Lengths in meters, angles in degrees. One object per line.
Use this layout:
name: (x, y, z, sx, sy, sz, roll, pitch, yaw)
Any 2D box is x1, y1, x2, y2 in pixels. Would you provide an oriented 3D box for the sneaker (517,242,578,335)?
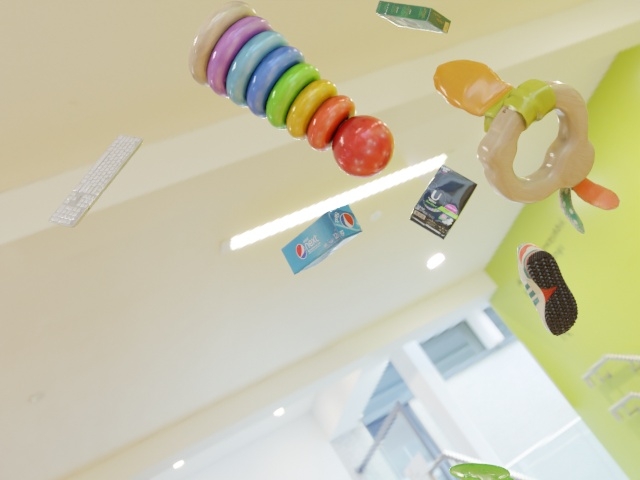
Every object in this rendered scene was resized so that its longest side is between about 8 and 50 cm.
sneaker: (0.350, 0.072, 1.136, 0.057, 0.075, 0.161, -27, -67, 3)

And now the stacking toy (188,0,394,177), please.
stacking toy: (-0.029, -0.209, 1.060, 0.141, 0.330, 0.141, -50, -13, -16)

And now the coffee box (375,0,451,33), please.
coffee box: (0.257, -0.619, 2.007, 0.113, 0.184, 0.040, 11, -80, -48)

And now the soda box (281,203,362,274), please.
soda box: (0.000, 0.000, 1.617, 0.067, 0.071, 0.210, -21, -11, -40)

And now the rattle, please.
rattle: (0.216, -0.097, 0.773, 0.199, 0.142, 0.130, 22, -95, -42)

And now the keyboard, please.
keyboard: (-0.462, -0.128, 1.503, 0.256, 0.072, 0.014, -60, -28, -30)

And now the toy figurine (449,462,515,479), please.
toy figurine: (0.351, 0.574, 1.539, 0.130, 0.159, 0.173, 0, -3, -21)

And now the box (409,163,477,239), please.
box: (0.178, -0.056, 1.054, 0.083, 0.062, 0.052, -56, -9, -16)
